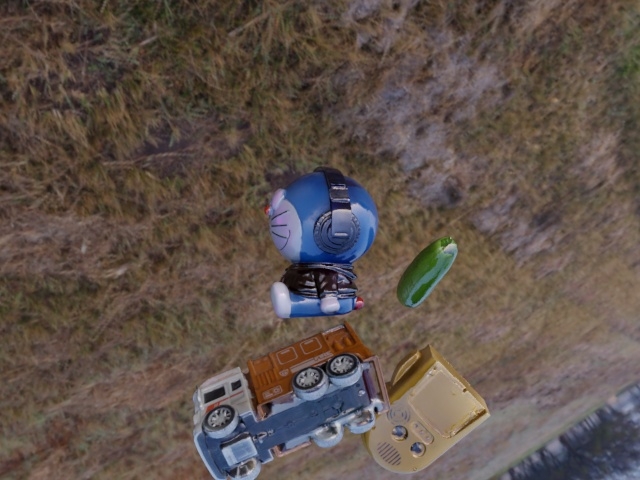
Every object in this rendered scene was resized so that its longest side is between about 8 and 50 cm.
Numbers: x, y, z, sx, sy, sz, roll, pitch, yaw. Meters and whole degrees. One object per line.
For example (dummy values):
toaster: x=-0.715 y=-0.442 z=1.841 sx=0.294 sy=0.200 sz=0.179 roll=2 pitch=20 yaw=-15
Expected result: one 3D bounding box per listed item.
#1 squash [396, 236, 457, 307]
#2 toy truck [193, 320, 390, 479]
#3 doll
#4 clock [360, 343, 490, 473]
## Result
squash: x=0.241 y=0.084 z=1.467 sx=0.082 sy=0.082 sz=0.292 roll=-19 pitch=156 yaw=-24
toy truck: x=-0.071 y=0.323 z=1.285 sx=0.387 sy=0.207 sz=0.173 roll=-21 pitch=121 yaw=-8
doll: x=0.000 y=0.000 z=1.298 sx=0.240 sy=0.310 sz=0.284 roll=1 pitch=179 yaw=-14
clock: x=0.245 y=0.454 z=1.606 sx=0.317 sy=0.244 sz=0.200 roll=-44 pitch=177 yaw=2
